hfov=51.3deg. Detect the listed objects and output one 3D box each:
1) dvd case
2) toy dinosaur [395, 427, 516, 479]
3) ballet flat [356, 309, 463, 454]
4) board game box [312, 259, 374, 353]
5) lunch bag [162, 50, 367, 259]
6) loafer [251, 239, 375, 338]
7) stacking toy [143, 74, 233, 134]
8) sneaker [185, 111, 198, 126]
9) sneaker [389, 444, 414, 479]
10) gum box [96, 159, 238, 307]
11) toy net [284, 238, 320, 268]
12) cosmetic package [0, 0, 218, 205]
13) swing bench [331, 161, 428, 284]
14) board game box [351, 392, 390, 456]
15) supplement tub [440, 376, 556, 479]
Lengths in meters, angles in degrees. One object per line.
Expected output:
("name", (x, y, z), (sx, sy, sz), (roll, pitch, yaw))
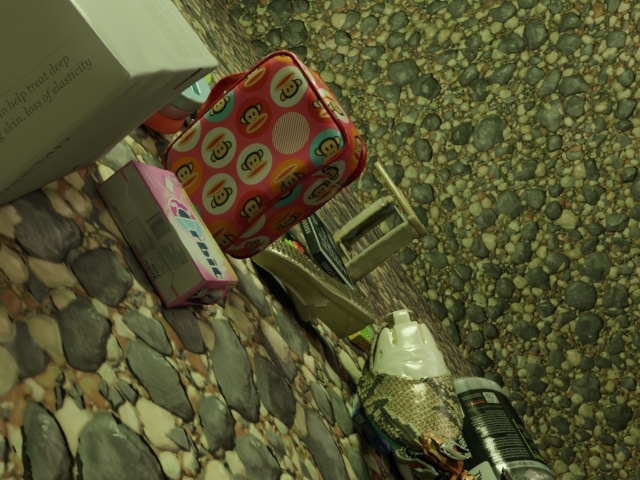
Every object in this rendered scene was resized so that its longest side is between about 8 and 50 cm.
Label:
("dvd case", (0.000, 0.000, 1.483), (0.179, 0.029, 0.239), (52, 11, -43))
("toy dinosaur", (0.177, 0.395, 0.787), (0.164, 0.218, 0.322), (41, 17, -55))
("ballet flat", (0.144, 0.217, 1.183), (0.483, 0.164, 0.182), (-73, 165, -88))
("board game box", (0.057, 0.141, 1.548), (0.124, 0.039, 0.259), (43, 19, -51))
("lunch bag", (-0.102, -0.140, 1.026), (0.258, 0.293, 0.120), (59, 16, 21))
("loafer", (-0.023, 0.094, 1.206), (0.268, 0.092, 0.102), (36, 10, -11))
("stacking toy", (-0.235, -0.314, 1.208), (0.309, 0.130, 0.280), (4, 51, -58))
("sneaker", (-0.185, -0.238, 1.388), (0.229, 0.132, 0.086), (51, 11, -24))
("sneaker", (0.172, 0.378, 1.234), (0.235, 0.090, 0.095), (-50, 118, -75))
("gum box", (-0.186, -0.002, 0.838), (0.188, 0.062, 0.107), (57, 11, 11))
("toy net", (-0.022, 0.071, 1.402), (0.122, 0.045, 0.232), (57, 9, 22))
("cosmetic package", (-0.252, -0.163, 0.645), (0.156, 0.217, 0.385), (52, 12, -14))
("swing bench", (0.140, -0.030, 1.854), (0.165, 0.253, 0.255), (43, 16, -48))
("board game box", (0.089, 0.320, 1.172), (0.090, 0.020, 0.090), (54, 9, -5))
("supplement tub", (0.346, 0.462, 1.359), (0.207, 0.207, 0.338), (48, 12, -33))
